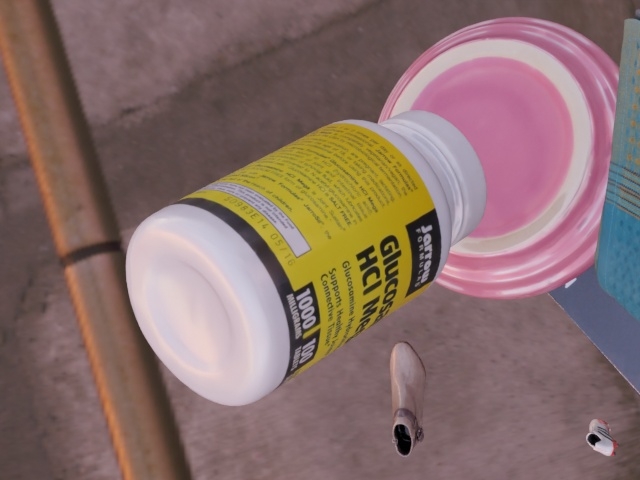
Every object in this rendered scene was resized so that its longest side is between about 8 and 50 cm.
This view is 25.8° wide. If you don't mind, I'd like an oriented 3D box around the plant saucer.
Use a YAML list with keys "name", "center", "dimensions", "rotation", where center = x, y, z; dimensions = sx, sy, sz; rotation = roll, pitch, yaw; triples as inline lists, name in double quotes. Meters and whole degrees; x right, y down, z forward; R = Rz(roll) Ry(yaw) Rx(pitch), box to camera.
- name: "plant saucer"
  center: [0.201, -0.100, 1.602]
  dimensions: [0.332, 0.084, 0.332]
  rotation: [-4, 80, 26]

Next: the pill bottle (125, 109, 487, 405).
- name: "pill bottle"
  center: [0.000, 0.000, 1.304]
  dimensions: [0.188, 0.334, 0.188]
  rotation: [27, 132, 35]

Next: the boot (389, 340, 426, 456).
- name: "boot"
  center: [0.099, 0.188, 1.630]
  dimensions: [0.042, 0.087, 0.118]
  rotation: [-6, 121, 17]

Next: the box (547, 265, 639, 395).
- name: "box"
  center: [0.458, 0.007, 1.831]
  dimensions: [0.293, 0.395, 0.212]
  rotation: [-43, 84, 11]

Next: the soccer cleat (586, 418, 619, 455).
- name: "soccer cleat"
  center: [0.360, 0.254, 1.822]
  dimensions: [0.035, 0.083, 0.029]
  rotation: [14, 109, -12]

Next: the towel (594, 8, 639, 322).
- name: "towel"
  center: [0.331, -0.020, 1.123]
  dimensions: [0.040, 0.370, 0.271]
  rotation: [-2, 110, -17]
